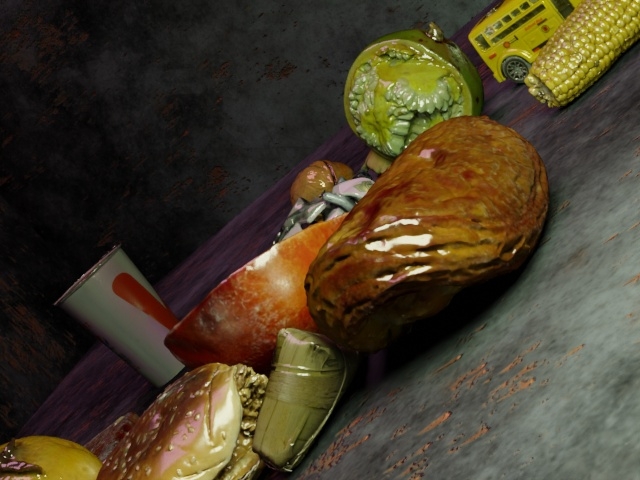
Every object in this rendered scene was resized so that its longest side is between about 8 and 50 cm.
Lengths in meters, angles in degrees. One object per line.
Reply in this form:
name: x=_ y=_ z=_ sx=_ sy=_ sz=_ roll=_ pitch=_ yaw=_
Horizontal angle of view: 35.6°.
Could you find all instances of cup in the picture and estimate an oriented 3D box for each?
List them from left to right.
cup: x=-0.410 y=0.173 z=2.175 sx=0.203 sy=0.288 sz=0.203 roll=-41 pitch=9 yaw=8

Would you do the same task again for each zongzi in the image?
zongzi: x=-0.008 y=0.207 z=1.191 sx=0.178 sy=0.081 sz=0.189 roll=24 pitch=-100 yaw=-59

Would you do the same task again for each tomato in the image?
tomato: x=-0.045 y=0.105 z=1.366 sx=0.338 sy=0.144 sz=0.338 roll=-33 pitch=-11 yaw=-8

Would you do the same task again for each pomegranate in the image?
pomegranate: x=0.164 y=-0.239 z=1.870 sx=0.260 sy=0.260 sz=0.341 roll=-55 pitch=-9 yaw=-51

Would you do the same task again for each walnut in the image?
walnut: x=0.011 y=-0.108 z=2.188 sx=0.144 sy=0.144 sz=0.180 roll=-47 pitch=2 yaw=-23

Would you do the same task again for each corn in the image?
corn: x=0.440 y=-0.333 z=1.531 sx=0.318 sy=0.115 sz=0.115 roll=-43 pitch=10 yaw=-7

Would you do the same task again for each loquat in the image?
loquat: x=-0.384 y=0.373 z=1.356 sx=0.244 sy=0.244 sz=0.244 roll=-41 pitch=10 yaw=9

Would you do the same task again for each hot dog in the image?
hot dog: x=0.130 y=-0.010 z=1.193 sx=0.267 sy=0.174 sz=0.387 roll=-32 pitch=10 yaw=36

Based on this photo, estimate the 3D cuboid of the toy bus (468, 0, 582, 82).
toy bus: x=0.433 y=-0.426 z=1.827 sx=0.330 sy=0.152 sz=0.144 roll=-31 pitch=14 yaw=51

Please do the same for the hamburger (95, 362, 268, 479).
hamburger: x=-0.161 y=0.269 z=1.236 sx=0.286 sy=0.146 sz=0.243 roll=-37 pitch=18 yaw=20

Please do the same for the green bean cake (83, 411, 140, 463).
green bean cake: x=-0.353 y=0.388 z=1.591 sx=0.198 sy=0.097 sz=0.233 roll=-41 pitch=10 yaw=3

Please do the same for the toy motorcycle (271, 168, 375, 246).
toy motorcycle: x=0.000 y=0.000 z=1.746 sx=0.327 sy=0.143 sz=0.188 roll=-53 pitch=12 yaw=-14
